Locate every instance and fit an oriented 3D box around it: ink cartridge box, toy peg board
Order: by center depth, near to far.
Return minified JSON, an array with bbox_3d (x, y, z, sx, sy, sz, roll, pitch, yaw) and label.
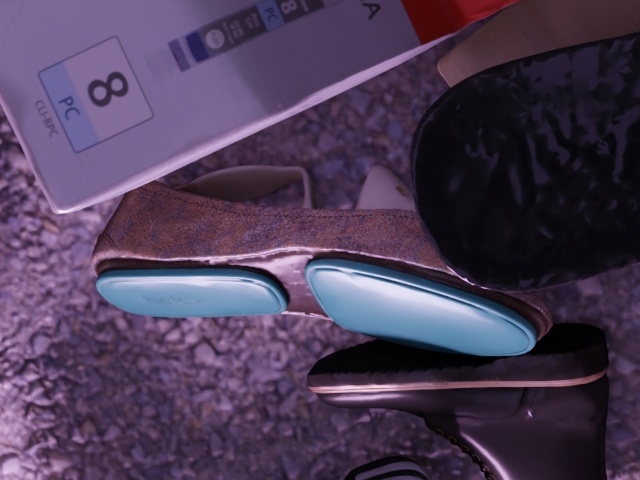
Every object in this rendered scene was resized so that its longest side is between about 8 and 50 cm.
[{"bbox_3d":[-0.038,-0.230,0.829,0.385,0.091,0.308,-24,93,7],"label":"ink cartridge box"},{"bbox_3d":[0.182,-0.092,0.903,0.161,0.079,0.161,-38,91,6],"label":"toy peg board"}]

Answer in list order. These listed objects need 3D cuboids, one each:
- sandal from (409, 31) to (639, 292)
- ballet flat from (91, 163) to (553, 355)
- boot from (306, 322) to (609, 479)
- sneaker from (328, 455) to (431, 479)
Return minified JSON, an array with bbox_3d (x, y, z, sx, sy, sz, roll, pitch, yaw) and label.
[{"bbox_3d":[0.267,-0.079,0.802,0.446,0.107,0.167,-22,91,4],"label":"sandal"},{"bbox_3d":[0.000,0.000,0.958,0.316,0.107,0.106,7,61,18],"label":"ballet flat"},{"bbox_3d":[0.096,0.134,0.979,0.198,0.077,0.137,-4,107,19],"label":"boot"},{"bbox_3d":[0.004,0.237,1.028,0.229,0.086,0.132,-20,117,35],"label":"sneaker"}]
